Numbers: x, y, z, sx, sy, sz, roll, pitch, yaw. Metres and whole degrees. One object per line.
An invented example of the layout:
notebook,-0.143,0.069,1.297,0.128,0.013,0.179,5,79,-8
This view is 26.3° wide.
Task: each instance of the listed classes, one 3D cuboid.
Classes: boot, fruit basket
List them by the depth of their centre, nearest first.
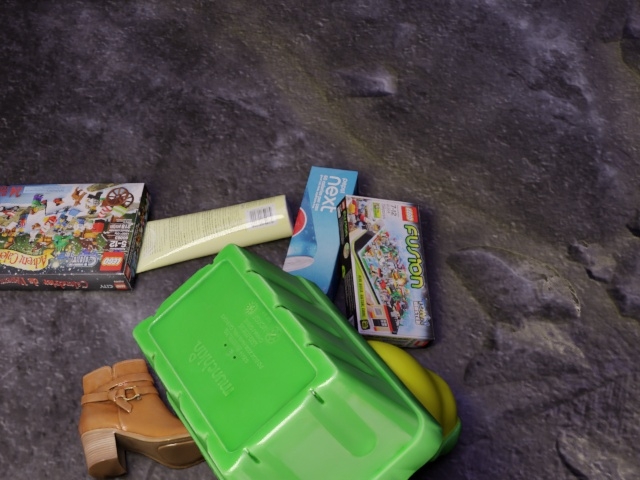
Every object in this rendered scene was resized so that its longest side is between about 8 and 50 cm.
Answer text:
fruit basket,-0.002,0.210,1.649,0.283,0.392,0.392,-42,61,-1
boot,-0.220,0.221,1.788,0.197,0.073,0.152,-7,49,-6

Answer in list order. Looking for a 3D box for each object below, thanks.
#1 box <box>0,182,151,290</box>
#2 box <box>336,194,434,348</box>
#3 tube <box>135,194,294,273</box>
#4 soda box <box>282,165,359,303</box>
box,-0.369,-0.006,1.955,0.233,0.044,0.159,-1,55,12
box,0.087,0.042,1.860,0.114,0.036,0.207,6,62,-21
tube,-0.158,-0.012,1.952,0.240,0.070,0.062,-12,98,4
soda box,0.000,0.000,1.920,0.071,0.067,0.210,8,56,10
